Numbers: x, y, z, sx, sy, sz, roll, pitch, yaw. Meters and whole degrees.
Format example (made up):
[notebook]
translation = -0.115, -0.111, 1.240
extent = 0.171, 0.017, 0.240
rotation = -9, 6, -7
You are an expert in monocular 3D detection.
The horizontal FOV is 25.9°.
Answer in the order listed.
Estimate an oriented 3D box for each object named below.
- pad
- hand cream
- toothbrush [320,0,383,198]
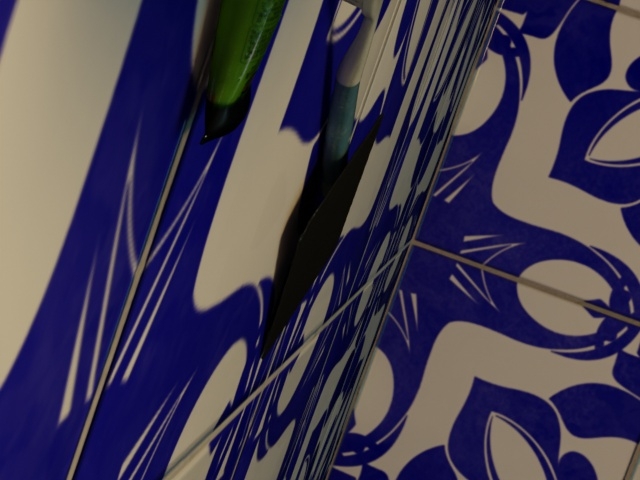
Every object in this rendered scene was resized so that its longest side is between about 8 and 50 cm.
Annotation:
[pad]
translation = 0.000, 0.000, 0.877
extent = 0.112, 0.003, 0.157
rotation = -57, 172, -35
[hand cream]
translation = -0.017, -0.088, 0.441
extent = 0.036, 0.023, 0.122
rotation = -62, 170, -59
[toothbrush]
translation = 0.012, -0.082, 0.763
extent = 0.019, 0.025, 0.276
rotation = -62, 174, -20
